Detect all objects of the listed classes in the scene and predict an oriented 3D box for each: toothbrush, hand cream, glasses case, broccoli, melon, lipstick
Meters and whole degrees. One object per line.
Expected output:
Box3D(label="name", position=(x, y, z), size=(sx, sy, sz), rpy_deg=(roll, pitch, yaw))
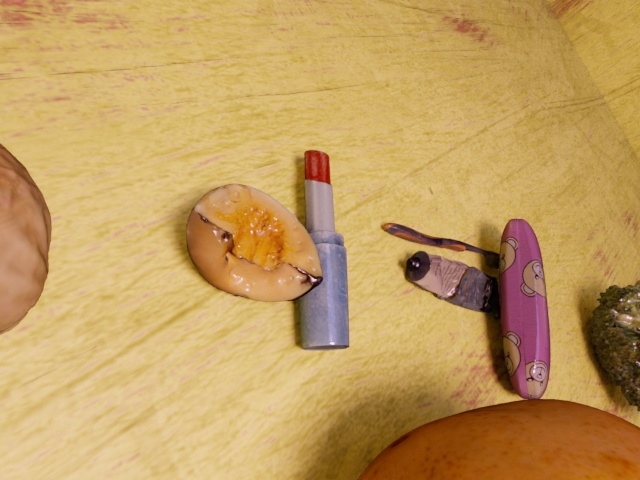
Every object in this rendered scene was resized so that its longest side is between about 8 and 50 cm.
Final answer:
Box3D(label="toothbrush", position=(0.233, 0.009, 0.741), size=(0.320, 0.023, 0.031), rpy_deg=(16, 58, -31))
Box3D(label="hand cream", position=(0.231, 0.071, 0.703), size=(0.247, 0.052, 0.075), rpy_deg=(21, 84, -36))
Box3D(label="glasses case", position=(0.360, 0.114, 0.731), size=(0.123, 0.075, 0.317), rpy_deg=(40, 51, -52))
Box3D(label="broccoli", position=(0.708, 0.229, 0.876), size=(0.259, 0.235, 0.288), rpy_deg=(-25, 90, -16))
Box3D(label="melon", position=(-0.079, 0.003, 0.482), size=(0.160, 0.079, 0.128), rpy_deg=(29, 38, -20))
Box3D(label="lipstick", position=(0.000, 0.000, 0.539), size=(0.061, 0.068, 0.274), rpy_deg=(11, 65, -32))

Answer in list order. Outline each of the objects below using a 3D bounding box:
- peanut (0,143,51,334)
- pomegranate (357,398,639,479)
Box3D(label="peanut", position=(-0.305, -0.059, 0.302), size=(0.130, 0.130, 0.290), rpy_deg=(-38, 96, -41))
Box3D(label="pomegranate", position=(0.198, 0.345, 0.330), size=(0.416, 0.416, 0.417), rpy_deg=(16, 61, -31))
